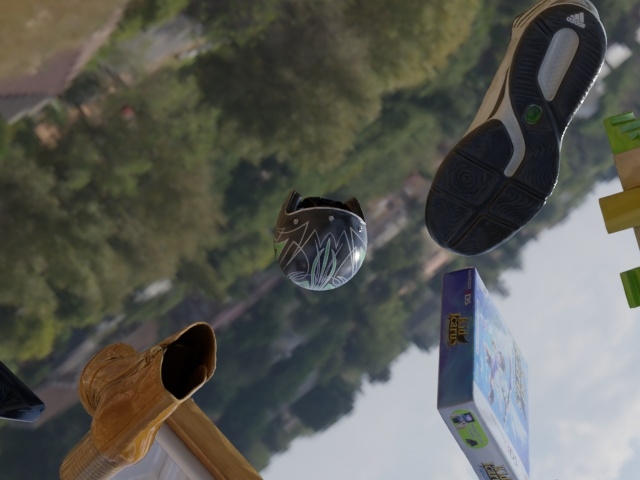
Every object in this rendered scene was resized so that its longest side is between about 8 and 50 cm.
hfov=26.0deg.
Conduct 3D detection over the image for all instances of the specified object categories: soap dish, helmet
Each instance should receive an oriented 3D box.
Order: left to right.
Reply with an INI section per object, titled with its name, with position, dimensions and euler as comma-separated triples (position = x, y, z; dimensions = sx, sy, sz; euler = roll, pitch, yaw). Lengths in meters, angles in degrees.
[soap dish]
position = -0.210, 0.395, 2.197
dimensions = 0.118, 0.291, 0.229
euler = -17, 141, -43
[helmet]
position = 0.000, 0.000, 2.267
dimensions = 0.169, 0.169, 0.161
euler = -40, -153, 19

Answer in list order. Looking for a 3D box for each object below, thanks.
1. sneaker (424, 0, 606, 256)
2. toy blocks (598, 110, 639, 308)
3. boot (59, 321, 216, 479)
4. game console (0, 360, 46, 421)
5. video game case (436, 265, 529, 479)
[sneaker]
position = 0.320, -0.193, 2.193
dimensions = 0.447, 0.169, 0.257
euler = -62, 180, 25
[toy blocks]
position = 0.519, -0.003, 1.683
dimensions = 0.191, 0.381, 0.261
euler = -16, 180, -36
[boot]
position = -0.197, 0.160, 1.633
dimensions = 0.211, 0.104, 0.295
euler = -43, -164, 22
[game console]
position = -0.382, 0.019, 1.140
dimensions = 0.044, 0.361, 0.213
euler = -48, -155, -16
[video game case]
position = 0.248, 0.217, 2.068
dimensions = 0.061, 0.244, 0.269
euler = -14, -140, 20
